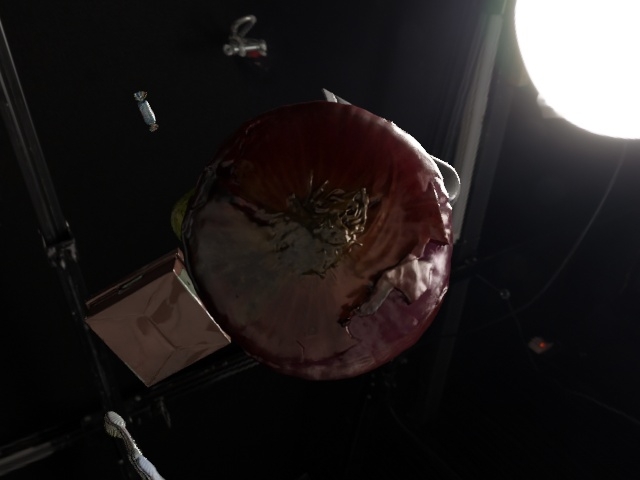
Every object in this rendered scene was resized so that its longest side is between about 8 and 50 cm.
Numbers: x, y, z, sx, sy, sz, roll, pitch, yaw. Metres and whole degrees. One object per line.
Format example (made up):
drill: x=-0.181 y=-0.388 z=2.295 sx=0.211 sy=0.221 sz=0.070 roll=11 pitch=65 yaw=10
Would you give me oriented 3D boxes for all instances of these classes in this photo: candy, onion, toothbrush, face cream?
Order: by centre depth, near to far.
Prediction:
onion: x=0.000 y=0.000 z=0.651 sx=0.348 sy=0.347 sz=0.285 roll=-54 pitch=-5 yaw=3
toothbrush: x=-0.344 y=0.456 z=0.963 sx=0.035 sy=0.413 sz=0.042 roll=-3 pitch=-73 yaw=-44
candy: x=-0.368 y=-0.275 z=1.032 sx=0.030 sy=0.020 sz=0.083 roll=-28 pitch=-71 yaw=-17
face cream: x=0.172 y=-0.174 z=1.116 sx=0.420 sy=0.235 sz=0.137 roll=24 pitch=-49 yaw=-38

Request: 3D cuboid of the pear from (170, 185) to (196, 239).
pear: x=-0.209 y=-0.075 z=1.133 sx=0.255 sy=0.238 sz=0.164 roll=6 pitch=-41 yaw=-11

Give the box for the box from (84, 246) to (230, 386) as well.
box: x=-0.313 y=0.158 z=0.968 sx=0.215 sy=0.086 sz=0.215 roll=-28 pitch=-62 yaw=3
